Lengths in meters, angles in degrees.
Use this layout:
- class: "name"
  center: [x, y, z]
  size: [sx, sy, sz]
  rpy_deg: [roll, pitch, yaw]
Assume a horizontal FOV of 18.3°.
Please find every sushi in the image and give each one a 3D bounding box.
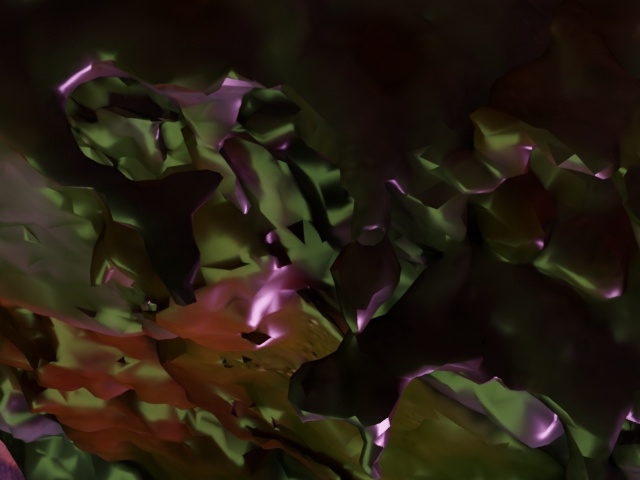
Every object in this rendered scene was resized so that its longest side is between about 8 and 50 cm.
- class: "sushi"
  center: [0.004, 0.002, 0.534]
  size: [0.417, 0.176, 0.417]
  rpy_deg: [33, 158, 15]
